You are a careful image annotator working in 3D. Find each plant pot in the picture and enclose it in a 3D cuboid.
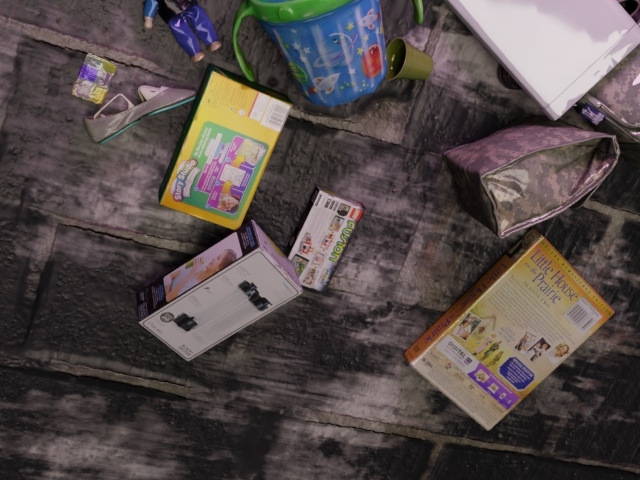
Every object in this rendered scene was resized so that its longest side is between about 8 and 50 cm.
[{"bbox_3d":[0.175,-0.346,1.488,0.079,0.083,0.083,7,110,-30],"label":"plant pot"}]

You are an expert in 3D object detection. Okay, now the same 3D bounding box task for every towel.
[{"bbox_3d":[-0.415,-0.294,1.397,0.060,0.009,0.083,23,105,-20],"label":"towel"}]

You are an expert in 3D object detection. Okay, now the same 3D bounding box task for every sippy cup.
[{"bbox_3d":[0.015,-0.373,1.365,0.240,0.305,0.224,-54,137,-37],"label":"sippy cup"}]

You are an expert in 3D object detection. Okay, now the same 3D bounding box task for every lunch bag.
[{"bbox_3d":[0.428,-0.146,1.537,0.286,0.235,0.169,-24,110,-2],"label":"lunch bag"},{"bbox_3d":[0.688,-0.315,1.556,0.256,0.212,0.305,40,98,-7],"label":"lunch bag"}]

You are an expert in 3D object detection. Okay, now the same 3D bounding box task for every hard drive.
[{"bbox_3d":[0.418,-0.439,1.458,0.233,0.047,0.353,-43,97,8],"label":"hard drive"}]

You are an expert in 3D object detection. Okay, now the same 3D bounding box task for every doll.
[{"bbox_3d":[-0.259,-0.414,1.365,0.129,0.046,0.189,-32,116,0],"label":"doll"}]

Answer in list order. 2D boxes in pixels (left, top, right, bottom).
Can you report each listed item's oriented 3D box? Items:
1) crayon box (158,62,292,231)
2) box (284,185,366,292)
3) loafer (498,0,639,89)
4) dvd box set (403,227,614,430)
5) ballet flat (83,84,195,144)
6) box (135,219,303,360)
[{"bbox_3d":[-0.186,-0.174,1.462,0.165,0.081,0.279,20,106,-20],"label":"crayon box"},{"bbox_3d":[0.000,0.000,1.603,0.114,0.036,0.207,21,106,-21],"label":"box"},{"bbox_3d":[0.496,-0.406,1.523,0.302,0.095,0.109,-36,116,3],"label":"loafer"},{"bbox_3d":[0.443,0.216,1.786,0.307,0.062,0.420,40,99,-24],"label":"dvd box set"},{"bbox_3d":[-0.336,-0.248,1.404,0.213,0.072,0.068,-26,105,-3],"label":"ballet flat"},{"bbox_3d":[-0.201,0.104,1.526,0.289,0.087,0.169,-32,132,11],"label":"box"}]
